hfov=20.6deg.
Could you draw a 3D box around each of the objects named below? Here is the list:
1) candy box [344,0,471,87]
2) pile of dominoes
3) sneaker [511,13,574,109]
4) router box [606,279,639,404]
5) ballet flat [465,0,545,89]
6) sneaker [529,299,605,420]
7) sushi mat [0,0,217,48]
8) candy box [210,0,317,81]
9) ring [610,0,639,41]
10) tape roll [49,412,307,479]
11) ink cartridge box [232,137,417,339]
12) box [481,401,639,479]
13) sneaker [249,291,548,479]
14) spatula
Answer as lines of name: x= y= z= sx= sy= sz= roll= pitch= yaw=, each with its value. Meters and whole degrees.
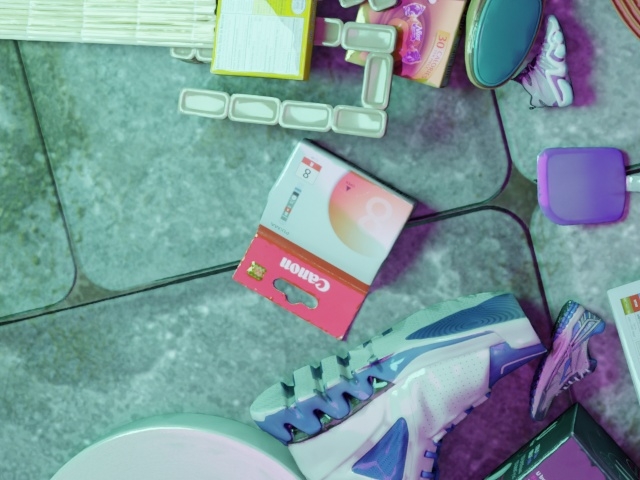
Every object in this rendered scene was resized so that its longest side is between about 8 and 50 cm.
candy box: x=0.105 y=-0.264 z=1.853 sx=0.109 sy=0.053 sz=0.186 roll=18 pitch=101 yaw=10
pile of dominoes: x=-0.034 y=-0.217 z=1.869 sx=0.251 sy=0.040 sz=0.196 roll=8 pitch=90 yaw=17
sneaker: x=0.225 y=-0.184 z=1.849 sx=0.069 sy=0.038 sz=0.098 roll=-9 pitch=95 yaw=10
router box: x=0.475 y=0.164 z=1.746 sx=0.301 sy=0.082 sz=0.335 roll=-18 pitch=62 yaw=12
ballet flat: x=0.197 y=-0.271 z=1.830 sx=0.080 sy=0.073 sz=0.232 roll=14 pitch=100 yaw=-24
sneaker: x=0.263 y=0.135 z=1.878 sx=0.058 sy=0.052 sz=0.135 roll=22 pitch=101 yaw=2
sushi mat: x=-0.253 y=-0.289 z=1.904 sx=0.316 sy=0.019 sz=0.151 roll=5 pitch=97 yaw=18
candy box: x=-0.053 y=-0.271 z=1.841 sx=0.105 sy=0.027 sz=0.206 roll=6 pitch=89 yaw=20
ring: x=0.448 y=-0.322 z=1.798 sx=0.337 sy=0.032 sz=0.336 roll=1 pitch=98 yaw=10
tape roll: x=-0.149 y=0.387 z=1.971 sx=0.392 sy=0.072 sz=0.392 roll=1 pitch=97 yaw=10
ink cartridge box: x=0.000 y=0.000 z=1.910 sx=0.145 sy=0.045 sz=0.179 roll=30 pitch=98 yaw=6
box: x=0.212 y=0.319 z=1.851 sx=0.270 sy=0.165 sz=0.143 roll=-42 pitch=88 yaw=12
sneaker: x=0.103 y=0.189 z=1.886 sx=0.315 sy=0.127 sz=0.182 roll=-24 pitch=105 yaw=7
spatula: x=0.376 y=-0.059 z=1.844 sx=0.296 sy=0.030 sz=0.084 roll=-1 pitch=98 yaw=9
